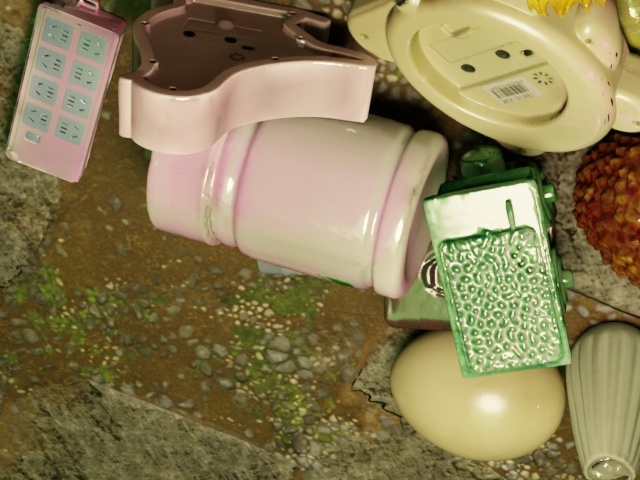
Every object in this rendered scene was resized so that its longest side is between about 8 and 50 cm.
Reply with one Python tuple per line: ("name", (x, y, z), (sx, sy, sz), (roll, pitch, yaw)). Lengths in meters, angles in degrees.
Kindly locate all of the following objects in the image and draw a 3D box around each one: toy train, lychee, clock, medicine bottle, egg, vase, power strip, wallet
("toy train", (0.221, 0.021, 1.707), (0.145, 0.202, 0.266), (-10, 107, 14))
("lychee", (0.419, -0.041, 1.662), (0.271, 0.236, 0.236), (8, 136, 49))
("clock", (0.212, -0.218, 1.596), (0.309, 0.114, 0.284), (36, 152, -27))
("medicine bottle", (-0.024, -0.068, 1.738), (0.325, 0.212, 0.212), (15, 129, 12))
("egg", (0.212, 0.202, 1.924), (0.242, 0.186, 0.186), (14, 131, 26))
("vase", (0.380, 0.218, 1.852), (0.128, 0.248, 0.128), (7, 128, 9))
("clock", (-0.083, -0.188, 1.646), (0.290, 0.275, 0.080), (9, 124, 3))
("power strip", (-0.334, -0.195, 1.851), (0.109, 0.037, 0.279), (21, 129, -3))
("wallet", (0.193, 0.035, 1.856), (0.229, 0.049, 0.182), (2, 103, 13))

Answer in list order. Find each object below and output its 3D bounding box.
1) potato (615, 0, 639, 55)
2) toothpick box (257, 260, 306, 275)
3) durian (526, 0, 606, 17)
("potato", (0.391, -0.235, 1.599), (0.105, 0.085, 0.188), (-35, 120, -5))
("toothpick box", (0.000, 0.000, 1.876), (0.153, 0.101, 0.101), (4, 128, 11))
("durian", (0.315, -0.320, 1.318), (0.196, 0.185, 0.305), (20, 116, -16))
